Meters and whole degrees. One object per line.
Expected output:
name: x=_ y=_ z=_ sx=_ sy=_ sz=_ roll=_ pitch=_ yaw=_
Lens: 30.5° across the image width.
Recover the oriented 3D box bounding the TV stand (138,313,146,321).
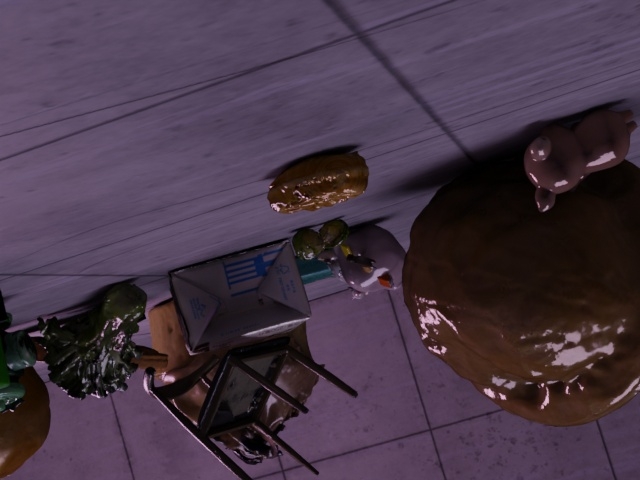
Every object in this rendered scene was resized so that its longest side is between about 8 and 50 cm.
TV stand: x=-0.374 y=0.145 z=2.059 sx=0.049 sy=0.040 sz=0.256 roll=-15 pitch=174 yaw=-30

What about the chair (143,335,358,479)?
chair: x=-0.115 y=0.229 z=1.766 sx=0.188 sy=0.272 sz=0.166 roll=-5 pitch=123 yaw=-61

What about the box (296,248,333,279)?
box: x=-0.028 y=0.057 z=2.192 sx=0.162 sy=0.041 sz=0.229 roll=-14 pitch=175 yaw=-13

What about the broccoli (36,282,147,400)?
broccoli: x=-0.325 y=0.140 z=1.786 sx=0.165 sy=0.145 sz=0.304 roll=-18 pitch=164 yaw=-29

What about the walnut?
walnut: x=0.289 y=0.054 z=1.526 sx=0.384 sy=0.383 sz=0.383 roll=-16 pitch=175 yaw=-2

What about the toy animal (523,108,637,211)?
toy animal: x=0.296 y=-0.105 z=1.353 sx=0.150 sy=0.083 sz=0.089 roll=-32 pitch=180 yaw=-3

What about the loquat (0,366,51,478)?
loquat: x=-0.526 y=0.258 z=1.813 sx=0.193 sy=0.238 sz=0.238 roll=-40 pitch=168 yaw=15

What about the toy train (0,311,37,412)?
toy train: x=-0.483 y=0.159 z=1.447 sx=0.243 sy=0.132 sz=0.188 roll=-17 pitch=166 yaw=8

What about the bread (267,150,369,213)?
bread: x=-0.005 y=-0.054 z=1.137 sx=0.083 sy=0.044 sz=0.111 roll=-12 pitch=175 yaw=-33

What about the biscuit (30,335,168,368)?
biscuit: x=-0.406 y=0.192 z=2.024 sx=0.289 sy=0.044 sz=0.202 roll=8 pitch=176 yaw=-11

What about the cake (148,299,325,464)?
cake: x=-0.164 y=0.270 z=2.252 sx=0.333 sy=0.321 sz=0.332 roll=-5 pitch=169 yaw=-1

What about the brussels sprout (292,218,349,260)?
brussels sprout: x=0.001 y=0.000 z=1.685 sx=0.083 sy=0.046 sz=0.051 roll=-17 pitch=-179 yaw=-7

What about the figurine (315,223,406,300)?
figurine: x=0.072 y=0.035 z=1.917 sx=0.112 sy=0.137 sz=0.229 roll=-48 pitch=-171 yaw=-17

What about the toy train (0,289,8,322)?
toy train: x=-0.443 y=0.089 z=1.258 sx=0.209 sy=0.044 sz=0.042 roll=-12 pitch=174 yaw=-39

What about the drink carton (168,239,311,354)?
drink carton: x=-0.133 y=0.100 z=1.872 sx=0.194 sy=0.132 sz=0.324 roll=-14 pitch=175 yaw=-8
